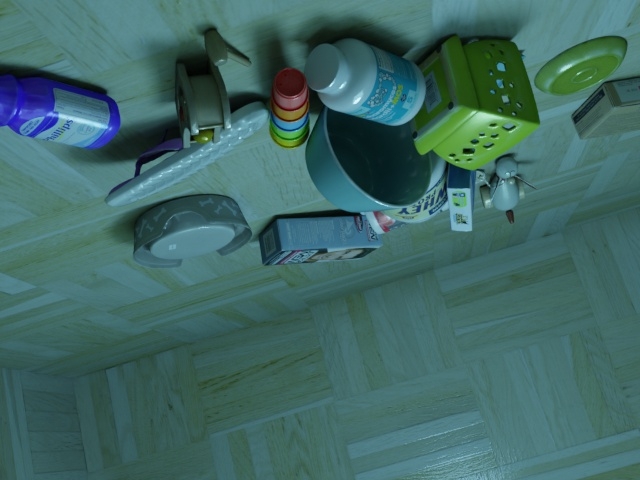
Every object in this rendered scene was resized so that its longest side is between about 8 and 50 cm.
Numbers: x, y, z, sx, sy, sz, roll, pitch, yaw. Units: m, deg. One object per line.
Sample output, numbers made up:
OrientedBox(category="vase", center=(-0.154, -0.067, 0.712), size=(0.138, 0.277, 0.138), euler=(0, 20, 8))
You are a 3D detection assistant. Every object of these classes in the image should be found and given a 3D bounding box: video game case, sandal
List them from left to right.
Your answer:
OrientedBox(category="sandal", center=(-0.306, -0.207, 1.605), size=(0.416, 0.102, 0.169), euler=(-30, 177, 3))
OrientedBox(category="video game case", center=(0.374, -0.196, 1.869), size=(0.061, 0.270, 0.244), euler=(3, 157, 14))

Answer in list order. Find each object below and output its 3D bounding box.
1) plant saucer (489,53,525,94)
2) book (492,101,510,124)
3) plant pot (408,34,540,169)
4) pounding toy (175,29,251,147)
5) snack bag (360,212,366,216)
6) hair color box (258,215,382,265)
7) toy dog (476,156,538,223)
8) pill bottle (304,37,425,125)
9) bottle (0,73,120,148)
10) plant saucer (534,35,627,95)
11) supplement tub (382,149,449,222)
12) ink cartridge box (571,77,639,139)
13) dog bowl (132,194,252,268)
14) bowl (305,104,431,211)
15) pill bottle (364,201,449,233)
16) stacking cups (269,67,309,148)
OrientedBox(category="plant saucer", center=(0.430, -0.401, 1.767), size=(0.067, 0.018, 0.192), euler=(-10, 163, -17))
OrientedBox(category="book", center=(0.449, -0.331, 1.982), size=(0.144, 0.035, 0.096), euler=(-13, 164, -4))
OrientedBox(category="plant pot", center=(0.319, -0.313, 1.611), size=(0.207, 0.228, 0.227), euler=(4, 155, -32))
OrientedBox(category="pounding toy", center=(-0.195, -0.268, 1.394), size=(0.154, 0.154, 0.269), euler=(-11, 163, -16))
OrientedBox(category="snack bag", center=(0.290, -0.150, 2.407), size=(0.342, 0.037, 0.323), euler=(-19, 163, 12))
OrientedBox(category="hair color box", center=(0.000, 0.000, 2.429), size=(0.374, 0.114, 0.185), euler=(-3, 165, -26))
OrientedBox(category="toy dog", center=(0.638, -0.159, 2.471), size=(0.220, 0.161, 0.333), euler=(-24, 161, 26))
OrientedBox(category="pill bottle", center=(0.089, -0.327, 1.475), size=(0.146, 0.146, 0.264), euler=(-29, 158, 38))
OrientedBox(category="bottle", center=(-0.509, -0.239, 1.306), size=(0.118, 0.092, 0.282), euler=(-28, 159, 32))
OrientedBox(category="plant saucer", center=(0.671, -0.436, 1.840), size=(0.240, 0.037, 0.241), euler=(-14, 163, -4))
OrientedBox(category="supplement tub", center=(0.229, -0.182, 1.906), size=(0.235, 0.236, 0.325), euler=(-19, 163, 9))
OrientedBox(category="ink cartridge box", center=(0.888, -0.389, 2.093), size=(0.234, 0.088, 0.193), euler=(-10, 161, -15))
OrientedBox(category="dog bowl", center=(-0.378, -0.025, 2.090), size=(0.348, 0.102, 0.349), euler=(-14, 162, -5))
OrientedBox(category="bowl", center=(0.089, -0.187, 1.642), size=(0.311, 0.312, 0.163), euler=(-2, 160, -39))
OrientedBox(category="pill bottle", center=(0.288, -0.151, 2.157), size=(0.318, 0.176, 0.176), euler=(-21, 162, 15))
OrientedBox(category="stacking cups", center=(-0.057, -0.272, 1.496), size=(0.095, 0.096, 0.316), euler=(-14, 175, -7))
